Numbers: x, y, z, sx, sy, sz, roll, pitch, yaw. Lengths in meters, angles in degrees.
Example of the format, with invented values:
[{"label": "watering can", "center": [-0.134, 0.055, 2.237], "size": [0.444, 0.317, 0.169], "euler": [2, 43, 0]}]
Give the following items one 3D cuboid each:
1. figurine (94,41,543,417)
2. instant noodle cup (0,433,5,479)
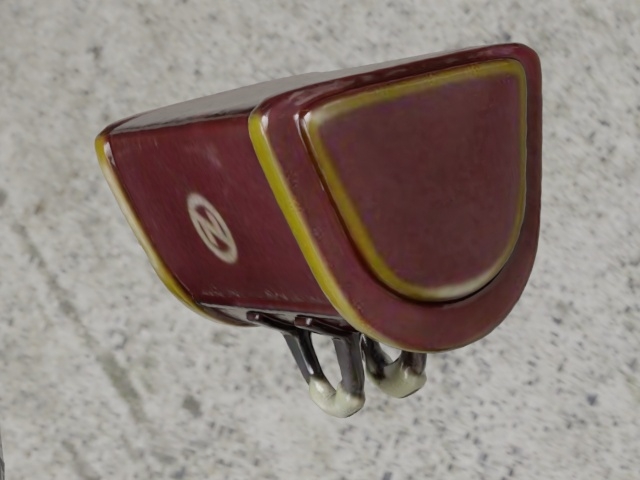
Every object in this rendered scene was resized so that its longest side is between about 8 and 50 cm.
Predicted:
[{"label": "figurine", "center": [-0.001, 0.000, 0.447], "size": [0.154, 0.082, 0.098], "euler": [-3, 105, 63]}, {"label": "instant noodle cup", "center": [-0.240, 0.139, 0.695], "size": [0.302, 0.181, 0.259], "euler": [-169, 83, -69]}]
